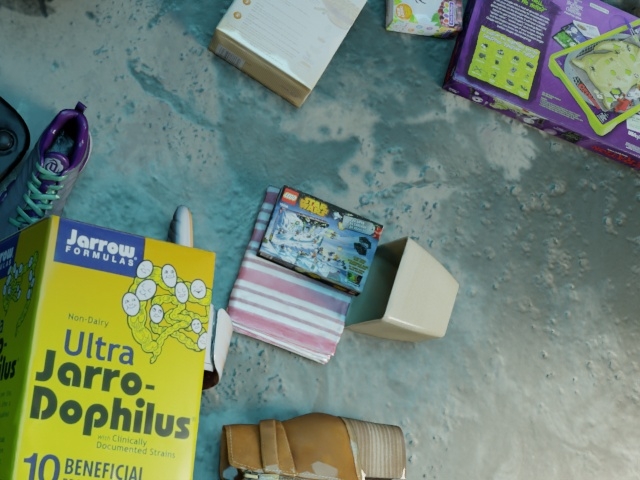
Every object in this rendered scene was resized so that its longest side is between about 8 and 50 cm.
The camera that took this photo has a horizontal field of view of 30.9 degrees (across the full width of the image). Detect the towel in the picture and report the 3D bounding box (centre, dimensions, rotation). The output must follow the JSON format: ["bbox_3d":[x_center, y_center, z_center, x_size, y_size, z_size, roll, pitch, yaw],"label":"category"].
[{"bbox_3d":[-0.027,0.040,1.431,0.144,0.029,0.197,21,69,-10],"label":"towel"}]

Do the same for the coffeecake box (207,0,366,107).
[{"bbox_3d":[-0.035,-0.290,1.491,0.142,0.068,0.185,32,70,-6],"label":"coffeecake box"}]

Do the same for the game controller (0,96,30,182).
[{"bbox_3d":[-0.493,-0.165,1.329,0.319,0.067,0.166,41,69,-2],"label":"game controller"}]

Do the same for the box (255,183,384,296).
[{"bbox_3d":[0.000,0.000,1.420,0.137,0.027,0.094,23,69,-8],"label":"box"}]

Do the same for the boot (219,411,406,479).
[{"bbox_3d":[-0.008,0.335,1.312,0.220,0.109,0.284,4,73,-16],"label":"boot"}]

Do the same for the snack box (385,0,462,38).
[{"bbox_3d":[0.141,-0.350,1.573,0.100,0.037,0.141,5,75,-13],"label":"snack box"}]

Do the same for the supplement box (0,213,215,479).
[{"bbox_3d":[-0.252,0.178,1.213,0.194,0.195,0.357,14,72,-32],"label":"supplement box"}]

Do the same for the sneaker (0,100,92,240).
[{"bbox_3d":[-0.327,-0.056,1.330,0.083,0.098,0.224,21,71,-10],"label":"sneaker"}]

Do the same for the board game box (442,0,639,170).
[{"bbox_3d":[0.355,-0.239,1.602,0.346,0.056,0.208,22,75,-10],"label":"board game box"}]

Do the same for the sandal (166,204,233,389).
[{"bbox_3d":[-0.138,0.085,1.347,0.076,0.102,0.265,3,73,-14],"label":"sandal"}]

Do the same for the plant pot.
[{"bbox_3d":[0.105,0.070,1.423,0.096,0.109,0.109,25,70,-21],"label":"plant pot"}]
